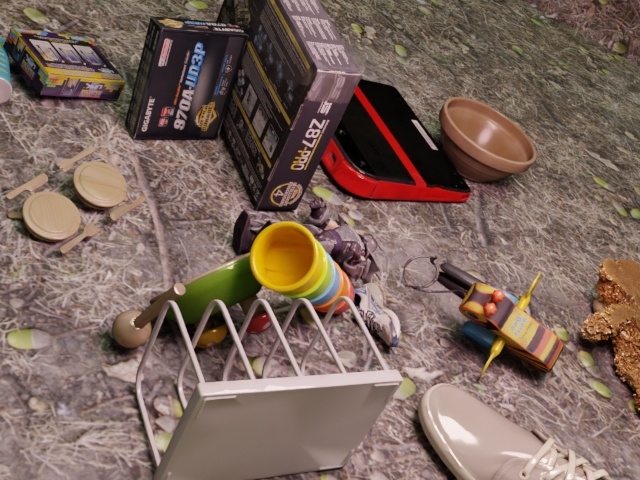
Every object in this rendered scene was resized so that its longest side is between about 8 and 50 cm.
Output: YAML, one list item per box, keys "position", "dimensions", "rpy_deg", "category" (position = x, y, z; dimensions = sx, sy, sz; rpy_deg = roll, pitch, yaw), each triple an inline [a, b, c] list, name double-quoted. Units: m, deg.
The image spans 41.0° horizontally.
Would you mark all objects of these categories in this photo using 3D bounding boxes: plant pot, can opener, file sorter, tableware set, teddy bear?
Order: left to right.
- position: [-0.381, -0.057, 1.326]
  dimensions: [0.128, 0.039, 0.194]
  rpy_deg: [45, 44, 2]
  category: "tableware set"
- position: [-0.080, 0.185, 1.109]
  dimensions: [0.278, 0.193, 0.173]
  rpy_deg: [1, 42, -32]
  category: "file sorter"
- position: [0.354, -0.209, 1.921]
  dimensions: [0.237, 0.109, 0.237]
  rpy_deg: [21, 36, -16]
  category: "plant pot"
- position: [0.294, 0.100, 1.562]
  dimensions: [0.186, 0.059, 0.073]
  rpy_deg: [39, 38, 13]
  category: "can opener"
- position: [0.606, 0.199, 1.632]
  dimensions: [0.245, 0.113, 0.338]
  rpy_deg: [-11, 59, -32]
  category: "teddy bear"

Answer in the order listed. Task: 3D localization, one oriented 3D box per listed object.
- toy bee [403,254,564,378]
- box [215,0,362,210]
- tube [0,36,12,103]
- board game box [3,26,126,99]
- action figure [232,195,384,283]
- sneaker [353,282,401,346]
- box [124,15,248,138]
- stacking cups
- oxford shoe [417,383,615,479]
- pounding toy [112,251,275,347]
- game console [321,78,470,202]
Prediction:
- position: [0.289, 0.135, 1.434]
  dimensions: [0.298, 0.162, 0.195]
  rpy_deg: [13, 83, -8]
  category: "toy bee"
- position: [-0.092, -0.300, 1.553]
  dimensions: [0.097, 0.318, 0.395]
  rpy_deg: [-2, 48, -29]
  category: "box"
- position: [-0.576, -0.312, 1.497]
  dimensions: [0.080, 0.052, 0.207]
  rpy_deg: [14, 31, -36]
  category: "tube"
- position: [-0.461, -0.317, 1.550]
  dimensions: [0.170, 0.048, 0.141]
  rpy_deg: [-6, 49, -52]
  category: "board game box"
- position: [0.000, 0.000, 1.456]
  dimensions: [0.285, 0.099, 0.185]
  rpy_deg: [3, 28, -38]
  category: "action figure"
- position: [0.085, 0.127, 1.410]
  dimensions: [0.058, 0.052, 0.135]
  rpy_deg: [-6, 41, -25]
  category: "sneaker"
- position: [-0.240, -0.286, 1.534]
  dimensions: [0.175, 0.220, 0.051]
  rpy_deg: [-5, 41, -38]
  category: "box"
- position: [-0.008, 0.049, 1.263]
  dimensions: [0.096, 0.096, 0.316]
  rpy_deg: [43, 3, 18]
  category: "stacking cups"
- position: [0.339, 0.351, 1.240]
  dimensions: [0.449, 0.130, 0.169]
  rpy_deg: [40, 39, 16]
  category: "oxford shoe"
- position: [-0.153, 0.103, 1.205]
  dimensions: [0.237, 0.183, 0.110]
  rpy_deg: [-25, 89, -52]
  category: "pounding toy"
- position: [0.111, -0.226, 1.844]
  dimensions: [0.342, 0.060, 0.386]
  rpy_deg: [4, 44, -38]
  category: "game console"
